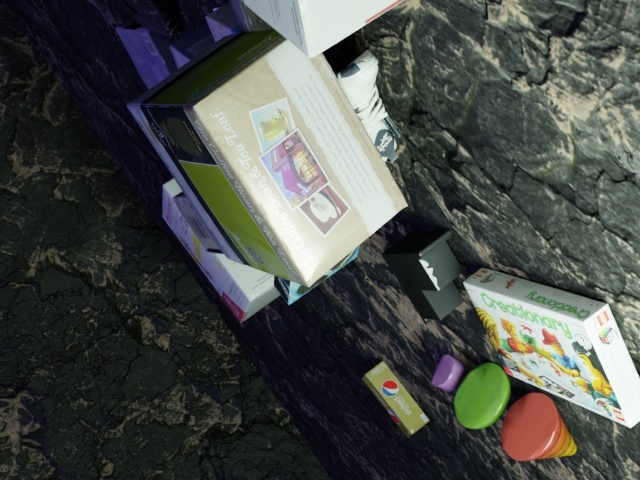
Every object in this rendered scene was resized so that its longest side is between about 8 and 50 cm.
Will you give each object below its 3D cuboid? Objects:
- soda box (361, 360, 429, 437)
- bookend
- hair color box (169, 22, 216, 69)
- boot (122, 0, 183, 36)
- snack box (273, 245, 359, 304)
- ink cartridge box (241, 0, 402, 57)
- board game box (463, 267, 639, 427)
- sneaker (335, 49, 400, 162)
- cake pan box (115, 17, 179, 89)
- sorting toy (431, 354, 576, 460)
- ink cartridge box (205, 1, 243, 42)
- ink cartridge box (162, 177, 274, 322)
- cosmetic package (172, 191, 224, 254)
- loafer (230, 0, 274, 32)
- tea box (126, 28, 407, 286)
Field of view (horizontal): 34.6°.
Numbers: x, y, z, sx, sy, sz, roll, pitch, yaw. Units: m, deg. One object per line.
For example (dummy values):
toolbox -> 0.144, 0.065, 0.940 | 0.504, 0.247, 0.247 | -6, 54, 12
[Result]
soda box -> 0.179, 0.380, 2.462 | 0.181, 0.058, 0.061 | 52, 163, 11
bookend -> 0.202, 0.067, 1.791 | 0.156, 0.072, 0.157 | 57, 162, -9
hair color box -> -0.169, -0.247, 2.136 | 0.185, 0.113, 0.374 | 40, 157, 41
boot -> -0.346, -0.515, 2.178 | 0.263, 0.091, 0.229 | 27, 164, 30
snack box -> 0.000, 0.000, 2.015 | 0.060, 0.187, 0.322 | 50, 162, 17
ink cartridge box -> -0.026, -0.389, 1.341 | 0.273, 0.197, 0.114 | 45, 160, 32
board game box -> 0.356, 0.155, 1.577 | 0.193, 0.053, 0.305 | 62, 162, -20
sneaker -> 0.078, -0.195, 1.616 | 0.153, 0.094, 0.235 | 49, 158, 2
cake pan box -> -0.376, -0.414, 2.459 | 0.245, 0.070, 0.267 | 18, 140, 60
sorting toy -> 0.344, 0.312, 1.879 | 0.126, 0.127, 0.365 | 30, 179, -29
ink cartridge box -> -0.132, -0.371, 1.841 | 0.143, 0.090, 0.092 | 38, 156, 46
ink cartridge box -> -0.252, 0.000, 2.733 | 0.385, 0.160, 0.279 | 53, 163, 7
cosmetic package -> -0.110, -0.107, 1.928 | 0.129, 0.296, 0.153 | 58, 164, -12
loafer -> -0.066, -0.307, 1.749 | 0.111, 0.112, 0.319 | 5, 129, 58
tea box -> -0.090, -0.137, 1.622 | 0.329, 0.220, 0.323 | 59, 161, -22
